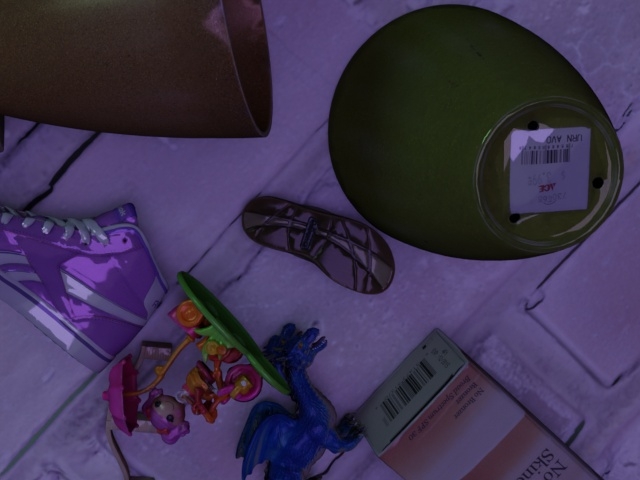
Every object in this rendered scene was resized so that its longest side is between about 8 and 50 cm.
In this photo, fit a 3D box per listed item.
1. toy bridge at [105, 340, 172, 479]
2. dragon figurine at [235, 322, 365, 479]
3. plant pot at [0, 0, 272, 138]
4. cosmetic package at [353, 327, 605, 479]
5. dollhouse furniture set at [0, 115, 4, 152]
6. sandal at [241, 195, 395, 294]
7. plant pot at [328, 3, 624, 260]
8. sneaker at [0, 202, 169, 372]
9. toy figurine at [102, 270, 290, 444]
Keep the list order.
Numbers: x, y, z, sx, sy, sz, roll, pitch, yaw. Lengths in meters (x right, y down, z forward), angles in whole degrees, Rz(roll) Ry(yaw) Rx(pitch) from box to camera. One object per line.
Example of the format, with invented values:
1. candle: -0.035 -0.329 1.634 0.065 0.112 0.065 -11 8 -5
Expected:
1. toy bridge: -0.208 0.204 1.143 0.063 0.026 0.188 7 102 -11
2. dragon figurine: -0.047 0.234 1.146 0.144 0.085 0.289 27 93 -13
3. plant pot: -0.192 -0.195 0.964 0.254 0.237 0.237 -9 105 8
4. cosmetic package: 0.201 0.260 1.175 0.296 0.129 0.153 41 93 -17
5. dollhouse furniture set: -0.443 -0.189 0.972 0.212 0.161 0.242 -15 128 -6
6. sandal: 0.000 0.000 1.122 0.180 0.049 0.072 22 93 0
7. plant pot: 0.166 -0.090 0.997 0.275 0.293 0.274 -2 104 -9
8. sneaker: -0.280 -0.007 1.048 0.161 0.102 0.282 -47 117 0
9. toy figurine: -0.145 0.148 1.064 0.159 0.130 0.173 -43 78 1
